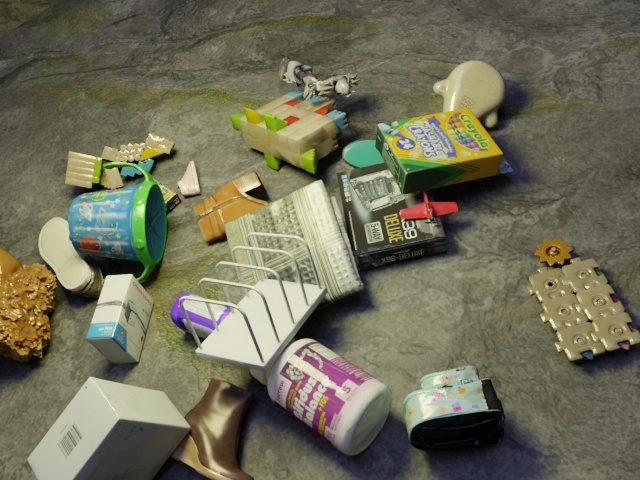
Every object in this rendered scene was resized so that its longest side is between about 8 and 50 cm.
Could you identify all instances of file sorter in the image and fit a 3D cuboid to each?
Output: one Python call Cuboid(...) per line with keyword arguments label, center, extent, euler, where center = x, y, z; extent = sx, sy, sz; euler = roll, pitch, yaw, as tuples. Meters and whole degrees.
Cuboid(label="file sorter", center=(-0.148, 0.123, 1.420), extent=(0.193, 0.173, 0.277), euler=(5, 36, 31))

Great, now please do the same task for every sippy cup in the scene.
Cuboid(label="sippy cup", center=(-0.568, -0.047, 1.769), extent=(0.224, 0.240, 0.305), euler=(1, 54, 1))

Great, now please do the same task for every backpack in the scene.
Cuboid(label="backpack", center=(0.261, 0.349, 1.288), extent=(0.189, 0.165, 0.144), euler=(-16, 49, 0))

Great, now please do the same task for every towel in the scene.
Cuboid(label="towel", center=(-0.074, 0.037, 1.630), extent=(0.312, 0.056, 0.324), euler=(-24, 69, 14))

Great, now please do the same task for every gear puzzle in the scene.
Cuboid(label="gear puzzle", center=(0.576, 0.127, 1.455), extent=(0.176, 0.044, 0.338), euler=(-17, 47, 5))

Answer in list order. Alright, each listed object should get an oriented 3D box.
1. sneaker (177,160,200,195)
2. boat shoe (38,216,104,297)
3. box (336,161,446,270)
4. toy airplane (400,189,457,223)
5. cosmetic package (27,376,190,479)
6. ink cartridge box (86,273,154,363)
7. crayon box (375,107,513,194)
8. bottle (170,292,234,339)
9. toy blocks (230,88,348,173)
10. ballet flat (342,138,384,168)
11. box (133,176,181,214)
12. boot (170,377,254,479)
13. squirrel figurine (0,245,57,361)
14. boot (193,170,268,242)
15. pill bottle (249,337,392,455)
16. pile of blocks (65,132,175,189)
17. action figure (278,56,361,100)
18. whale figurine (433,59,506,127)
Cuboid(label="sneaker", center=(-0.418, -0.194, 1.986), extent=(0.070, 0.051, 0.134), euler=(-14, 54, -2))
Cuboid(label="boat shoe", center=(-0.730, 0.051, 1.858), extent=(0.116, 0.096, 0.324), euler=(-43, 52, -4))
Cuboid(label="box", center=(0.185, -0.079, 1.702), extent=(0.243, 0.076, 0.307), euler=(-12, 50, 6))
Cuboid(label="toy airplane", center=(0.276, -0.100, 1.626), extent=(0.151, 0.028, 0.151), euler=(-3, 51, 4))
Cuboid(label="cosmetic package", center=(-0.444, 0.435, 1.351), extent=(0.138, 0.225, 0.224), euler=(39, 93, 34))
Cuboid(label="ink cartridge box", center=(-0.517, 0.204, 1.646), extent=(0.082, 0.139, 0.190), euler=(-5, 52, 14))
Cuboid(label="crayon box", center=(0.333, -0.247, 1.681), extent=(0.323, 0.083, 0.203), euler=(-12, 50, -13))
Cuboid(label="bottle", center=(-0.236, 0.214, 1.570), extent=(0.283, 0.118, 0.092), euler=(16, 65, 27))
Cuboid(label="toy blocks", center=(-0.057, -0.355, 1.945), extent=(0.261, 0.190, 0.381), euler=(-34, 41, -28))
Cuboid(label="ballet flat", center=(0.203, -0.248, 1.824), extent=(0.281, 0.096, 0.095), euler=(-3, 94, 3))
Cuboid(label="box", center=(-0.566, -0.088, 1.951), extent=(0.159, 0.044, 0.233), euler=(30, 66, 33))
Cuboid(label="boot", center=(-0.206, 0.429, 1.410), extent=(0.249, 0.090, 0.206), euler=(17, 61, 31))
Cuboid(label="squirrel figurine", center=(-0.906, 0.176, 1.653), extent=(0.397, 0.280, 0.370), euler=(12, 21, -6))
Cuboid(label="boot", center=(-0.236, -0.052, 1.793), extent=(0.220, 0.109, 0.283), euler=(-29, 61, 3))
Cuboid(label="pill bottle", center=(-0.008, 0.320, 1.387), extent=(0.302, 0.169, 0.169), euler=(26, 64, 32))
Cuboid(label="pile of blocks", center=(-0.651, -0.252, 2.085), extent=(0.363, 0.148, 0.112), euler=(-15, 7, -7))
Cuboid(label="action figure", center=(0.000, -0.484, 1.940), extent=(0.185, 0.099, 0.285), euler=(-12, 31, -40))
Cuboid(label="whale figurine", center=(0.420, -0.391, 1.858), extent=(0.216, 0.141, 0.272), euler=(32, 88, 1))
